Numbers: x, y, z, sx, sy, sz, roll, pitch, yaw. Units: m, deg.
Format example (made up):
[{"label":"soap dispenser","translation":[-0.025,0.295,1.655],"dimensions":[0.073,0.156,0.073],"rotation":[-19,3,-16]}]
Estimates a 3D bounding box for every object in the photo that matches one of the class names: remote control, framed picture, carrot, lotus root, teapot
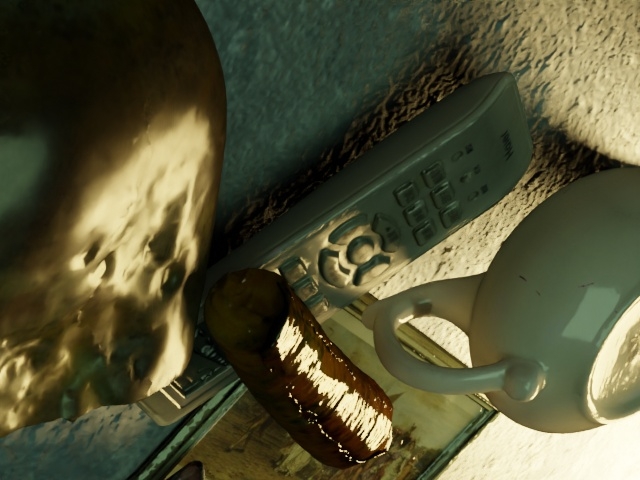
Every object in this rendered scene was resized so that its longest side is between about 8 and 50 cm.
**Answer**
[{"label":"remote control","translation":[0.000,0.000,0.973],"dimensions":[0.313,0.055,0.109],"rotation":[-34,150,-3]},{"label":"framed picture","translation":[0.011,0.150,1.129],"dimensions":[0.217,0.017,0.274],"rotation":[-48,137,6]},{"label":"carrot","translation":[-0.007,0.088,0.972],"dimensions":[0.070,0.070,0.260],"rotation":[-39,150,-3]},{"label":"lotus root","translation":[-0.146,-0.041,0.762],"dimensions":[0.267,0.149,0.260],"rotation":[-6,128,-37]},{"label":"teapot","translation":[0.178,0.041,1.066],"dimensions":[0.298,0.139,0.204],"rotation":[-18,135,-32]}]

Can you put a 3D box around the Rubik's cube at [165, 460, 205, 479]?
[{"label":"Rubik's cube","translation":[-0.102,0.300,1.084],"dimensions":[0.211,0.190,0.178],"rotation":[-33,159,7]}]
